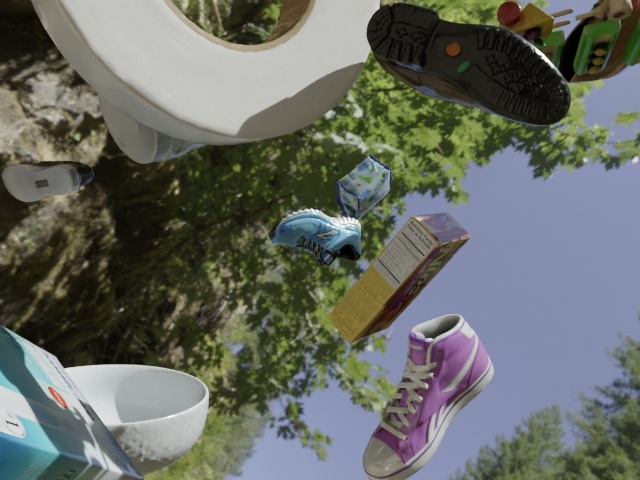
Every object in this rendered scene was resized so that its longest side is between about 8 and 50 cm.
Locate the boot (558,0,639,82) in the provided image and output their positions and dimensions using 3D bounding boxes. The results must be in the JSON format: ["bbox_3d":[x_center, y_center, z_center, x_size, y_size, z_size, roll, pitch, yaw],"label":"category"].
[{"bbox_3d":[0.470,-0.358,0.886,0.112,0.115,0.305,59,-24,25],"label":"boot"}]

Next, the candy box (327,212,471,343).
[{"bbox_3d":[0.103,0.048,0.764,0.053,0.109,0.187,50,-61,21],"label":"candy box"}]

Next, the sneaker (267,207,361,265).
[{"bbox_3d":[0.000,0.000,0.860,0.063,0.162,0.073,-44,-129,46],"label":"sneaker"}]

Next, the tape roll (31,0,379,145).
[{"bbox_3d":[-0.104,-0.295,0.603,0.072,0.392,0.392,4,-62,54],"label":"tape roll"}]

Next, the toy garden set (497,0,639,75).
[{"bbox_3d":[0.334,-0.253,0.759,0.244,0.204,0.049,-7,-102,15],"label":"toy garden set"}]

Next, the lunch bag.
[{"bbox_3d":[0.112,-0.124,1.496,0.096,0.128,0.151,41,-18,27],"label":"lunch bag"}]

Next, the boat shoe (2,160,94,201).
[{"bbox_3d":[-0.557,-0.131,1.197,0.228,0.076,0.080,-3,-72,31],"label":"boat shoe"}]

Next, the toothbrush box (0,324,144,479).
[{"bbox_3d":[-0.335,0.187,0.582,0.216,0.126,0.296,41,-17,25],"label":"toothbrush box"}]

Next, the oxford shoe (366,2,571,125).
[{"bbox_3d":[0.163,-0.187,0.643,0.227,0.096,0.083,28,-91,10],"label":"oxford shoe"}]

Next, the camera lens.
[{"bbox_3d":[-0.293,-0.301,1.233,0.219,0.274,0.220,26,-49,33],"label":"camera lens"}]

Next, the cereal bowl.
[{"bbox_3d":[-0.368,0.326,1.020,0.338,0.338,0.141,7,-86,40],"label":"cereal bowl"}]

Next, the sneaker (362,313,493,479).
[{"bbox_3d":[0.143,0.231,0.912,0.102,0.282,0.161,14,-38,53],"label":"sneaker"}]
